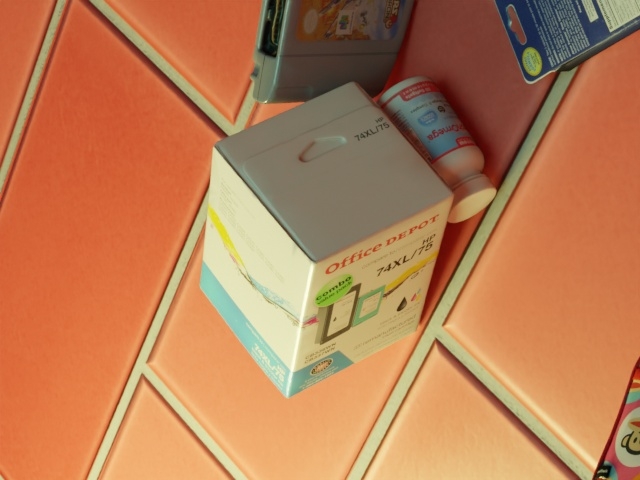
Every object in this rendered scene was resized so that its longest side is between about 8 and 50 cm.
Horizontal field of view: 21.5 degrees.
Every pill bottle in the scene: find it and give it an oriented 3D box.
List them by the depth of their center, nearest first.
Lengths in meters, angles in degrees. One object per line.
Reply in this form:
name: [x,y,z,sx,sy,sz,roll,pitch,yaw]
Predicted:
pill bottle: [0.131,-0.102,1.919,0.087,0.087,0.160,-49,64,38]

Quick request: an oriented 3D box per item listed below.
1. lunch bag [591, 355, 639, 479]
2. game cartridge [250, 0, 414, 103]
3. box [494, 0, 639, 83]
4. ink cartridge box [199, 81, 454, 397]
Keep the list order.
lunch bag: [0.416,0.198,1.616,0.293,0.120,0.258,6,67,53]
game cartridge: [0.027,-0.300,1.907,0.062,0.198,0.297,32,119,46]
box: [0.283,-0.270,1.774,0.225,0.036,0.136,-29,76,42]
ink cartridge box: [0.000,0.000,1.925,0.197,0.198,0.270,51,152,27]
